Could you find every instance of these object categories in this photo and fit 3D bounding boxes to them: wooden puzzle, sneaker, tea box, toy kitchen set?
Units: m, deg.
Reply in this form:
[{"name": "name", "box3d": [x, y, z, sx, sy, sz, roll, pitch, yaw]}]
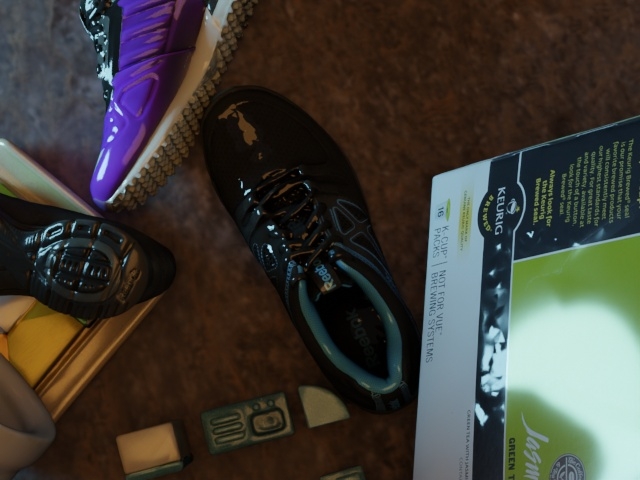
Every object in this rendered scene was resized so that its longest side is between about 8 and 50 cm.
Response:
[{"name": "wooden puzzle", "box3d": [-0.297, 0.057, 1.702, 0.221, 0.044, 0.238, 39, 88, 3]}, {"name": "sneaker", "box3d": [-0.169, -0.172, 1.695, 0.146, 0.102, 0.293, 25, 82, 7]}, {"name": "sneaker", "box3d": [-0.263, 0.011, 1.642, 0.286, 0.130, 0.109, 17, 96, 21]}, {"name": "tea box", "box3d": [0.264, 0.094, 1.473, 0.220, 0.323, 0.329, 17, 70, -36]}, {"name": "toy kitchen set", "box3d": [-0.061, 0.229, 1.645, 0.207, 0.122, 0.166, -15, 86, 0]}, {"name": "sneaker", "box3d": [0.000, 0.000, 1.653, 0.125, 0.139, 0.340, -32, 85, 1]}]

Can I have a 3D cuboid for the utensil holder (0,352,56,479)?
[{"name": "utensil holder", "box3d": [-0.469, 0.209, 1.521, 0.328, 0.327, 0.385, 39, 92, 4]}]
